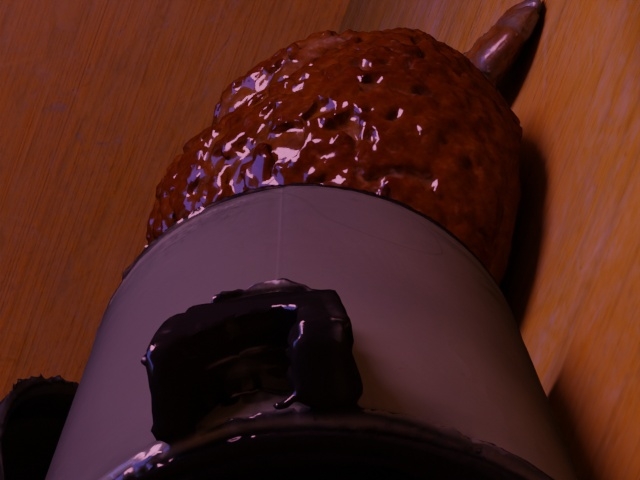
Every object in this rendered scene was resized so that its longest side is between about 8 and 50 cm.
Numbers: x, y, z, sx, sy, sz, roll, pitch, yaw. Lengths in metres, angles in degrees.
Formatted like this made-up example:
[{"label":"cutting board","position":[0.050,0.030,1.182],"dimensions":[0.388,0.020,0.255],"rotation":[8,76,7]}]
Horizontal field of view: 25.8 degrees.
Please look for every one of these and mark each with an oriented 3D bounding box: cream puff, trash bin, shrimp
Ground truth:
[{"label":"cream puff","position":[0.000,0.000,0.886],"dimensions":[0.303,0.212,0.303],"rotation":[-161,90,-88]},{"label":"trash bin","position":[-0.002,0.115,0.560],"dimensions":[0.262,0.217,0.277],"rotation":[-93,-3,-72]},{"label":"shrimp","position":[0.119,-0.129,1.038],"dimensions":[0.101,0.042,0.190],"rotation":[-51,3,-10]}]

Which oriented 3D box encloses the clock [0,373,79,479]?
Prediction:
[{"label":"clock","position":[-0.080,0.192,0.711],"dimensions":[0.055,0.280,0.280],"rotation":[-41,14,11]}]
